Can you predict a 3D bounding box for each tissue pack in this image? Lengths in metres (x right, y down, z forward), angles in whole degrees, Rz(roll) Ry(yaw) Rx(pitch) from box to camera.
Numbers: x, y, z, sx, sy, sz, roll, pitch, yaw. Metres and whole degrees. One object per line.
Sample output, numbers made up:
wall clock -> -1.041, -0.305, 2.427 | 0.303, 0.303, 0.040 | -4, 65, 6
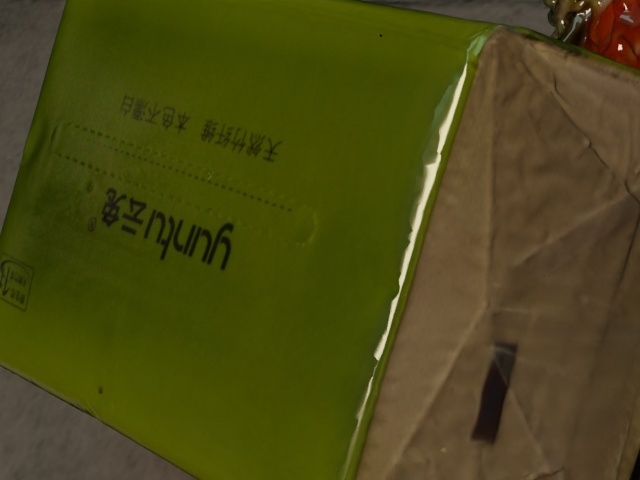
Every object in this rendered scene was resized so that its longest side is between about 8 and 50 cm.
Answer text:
tissue pack -> 0.000, 0.000, 0.739 | 0.274, 0.167, 0.200 | 21, 96, 50

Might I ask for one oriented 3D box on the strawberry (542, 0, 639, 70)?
strawberry -> 0.221, -0.100, 0.755 | 0.236, 0.107, 0.175 | -18, 11, 24
